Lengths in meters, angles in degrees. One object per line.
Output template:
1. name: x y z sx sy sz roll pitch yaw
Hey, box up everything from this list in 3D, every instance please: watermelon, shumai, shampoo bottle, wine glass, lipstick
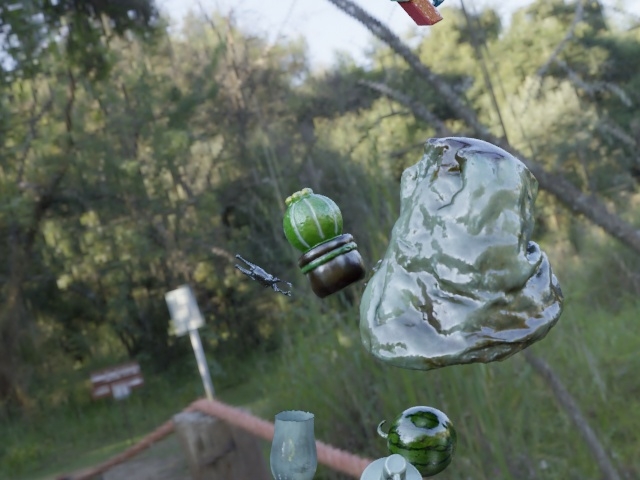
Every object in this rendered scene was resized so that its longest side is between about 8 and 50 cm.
1. watermelon: 0.137 0.280 1.519 0.109 0.109 0.109 -16 -4 -1
2. shumai: 0.175 -0.001 1.473 0.304 0.264 0.309 -21 24 -35
3. shampoo bottle: 0.086 0.356 1.404 0.085 0.085 0.262 -15 -41 -16
4. wine glass: -0.051 0.431 2.094 0.092 0.202 0.093 2 7 0
5. lipstick: 0.067 -0.428 1.595 0.051 0.312 0.051 -49 20 -18

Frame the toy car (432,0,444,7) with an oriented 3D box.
1. toy car: 0.195 -0.448 1.666 0.126 0.098 0.161 25 -54 -18

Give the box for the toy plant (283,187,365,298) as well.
1. toy plant: 0.000 0.000 1.633 0.092 0.162 0.093 -25 -4 -2

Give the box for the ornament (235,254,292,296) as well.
1. ornament: -0.095 0.069 1.935 0.125 0.028 0.073 26 -11 32
